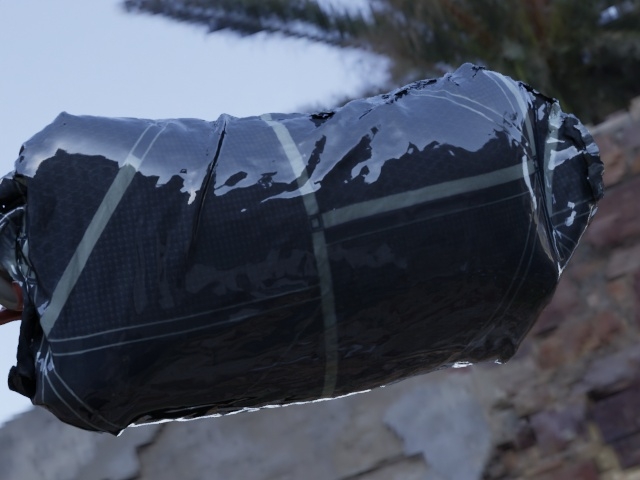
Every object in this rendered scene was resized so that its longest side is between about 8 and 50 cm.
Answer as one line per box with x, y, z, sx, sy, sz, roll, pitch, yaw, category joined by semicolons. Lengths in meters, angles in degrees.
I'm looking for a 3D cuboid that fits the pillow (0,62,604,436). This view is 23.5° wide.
0.000;0.000;0.771;0.335;0.162;0.092;-9;6;-26;pillow

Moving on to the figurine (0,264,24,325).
-0.143;0.024;0.759;0.064;0.047;0.109;-52;-49;-4;figurine
